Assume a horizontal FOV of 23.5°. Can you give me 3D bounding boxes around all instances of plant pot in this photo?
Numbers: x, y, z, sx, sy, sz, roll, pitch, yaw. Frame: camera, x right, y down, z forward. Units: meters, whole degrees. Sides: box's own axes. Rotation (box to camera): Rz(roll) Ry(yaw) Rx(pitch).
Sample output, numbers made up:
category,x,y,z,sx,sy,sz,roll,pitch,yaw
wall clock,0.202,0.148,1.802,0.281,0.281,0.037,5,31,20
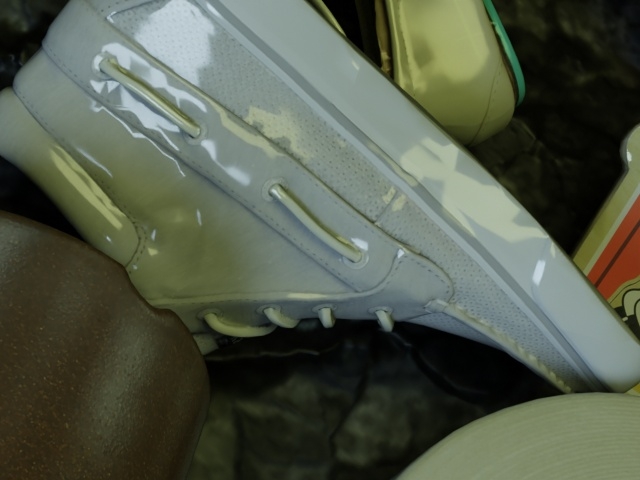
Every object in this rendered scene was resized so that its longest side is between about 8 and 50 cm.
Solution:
category,x,y,z,sx,sy,sz,roll,pitch,yaw
plant pot,-0.116,0.088,0.439,0.167,0.167,0.165,31,52,-12

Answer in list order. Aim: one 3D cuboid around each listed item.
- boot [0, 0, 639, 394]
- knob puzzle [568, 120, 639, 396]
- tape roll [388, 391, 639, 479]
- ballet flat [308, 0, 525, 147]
category,x,y,z,sx,sy,sz,roll,pitch,yaw
boot,0.000,0.000,0.573,0.258,0.095,0.123,42,97,-15
knob puzzle,0.206,0.009,0.640,0.213,0.030,0.213,-1,96,-6
tape roll,0.137,0.234,0.489,0.392,0.072,0.392,22,46,-24
ballet flat,0.009,-0.151,0.649,0.086,0.086,0.248,-13,77,-30
